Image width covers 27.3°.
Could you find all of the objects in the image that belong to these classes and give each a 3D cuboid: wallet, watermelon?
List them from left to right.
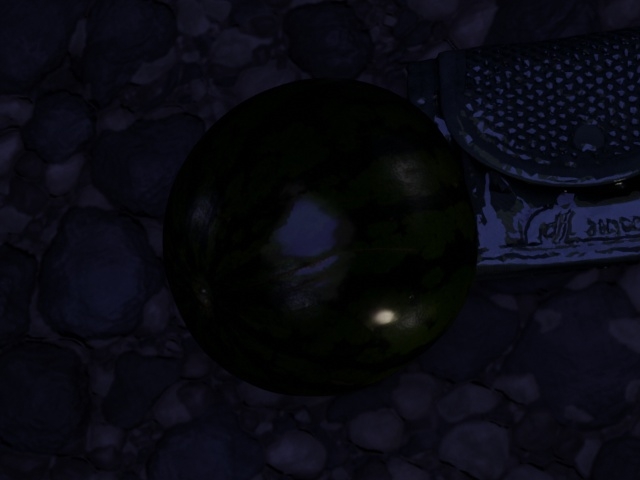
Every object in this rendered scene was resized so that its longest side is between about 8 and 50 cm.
[{"bbox_3d":[0.000,0.000,1.185,0.285,0.285,0.285,-2,80,9],"label":"watermelon"},{"bbox_3d":[0.259,-0.090,1.268,0.342,0.075,0.237,-6,77,8],"label":"wallet"}]
